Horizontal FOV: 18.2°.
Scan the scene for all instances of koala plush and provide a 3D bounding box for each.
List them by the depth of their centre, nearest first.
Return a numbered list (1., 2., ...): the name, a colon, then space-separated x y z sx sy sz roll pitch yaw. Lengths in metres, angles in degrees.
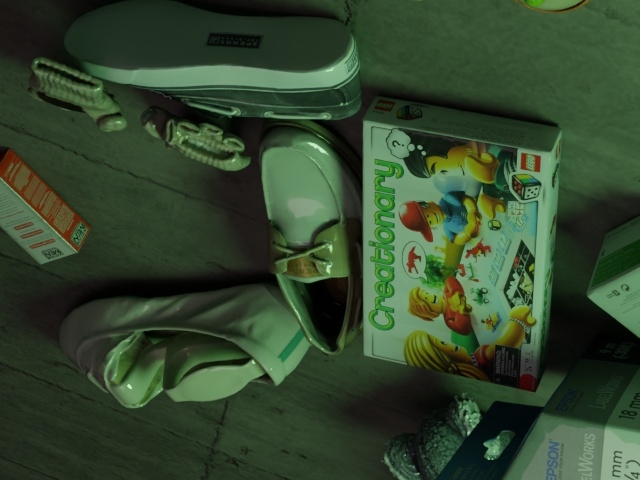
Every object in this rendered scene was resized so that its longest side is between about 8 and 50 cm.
1. koala plush: 0.193 0.278 2.307 0.221 0.203 0.196 46 139 -10

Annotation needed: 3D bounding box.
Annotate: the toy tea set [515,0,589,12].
1. toy tea set: 0.094 -0.266 1.711 0.336 0.124 0.200 -9 133 36

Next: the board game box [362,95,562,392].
1. board game box: 0.140 0.007 2.032 0.193 0.053 0.305 11 128 17

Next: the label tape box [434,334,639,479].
1. label tape box: 0.308 0.190 2.057 0.334 0.240 0.106 8 110 20

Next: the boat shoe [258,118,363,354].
1. boat shoe: 0.000 0.000 2.113 0.113 0.103 0.302 3 139 25

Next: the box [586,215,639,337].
1. box: 0.341 0.034 1.985 0.102 0.087 0.101 37 141 -17

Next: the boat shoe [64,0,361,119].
1. boat shoe: -0.105 -0.167 1.968 0.301 0.108 0.102 4 139 14

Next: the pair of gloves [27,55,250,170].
1. pair of gloves: -0.185 -0.121 2.014 0.240 0.042 0.204 21 178 -9

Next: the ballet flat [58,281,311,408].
1. ballet flat: -0.182 0.134 2.358 0.400 0.139 0.139 -10 133 37

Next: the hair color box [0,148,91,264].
1. hair color box: -0.341 -0.038 2.301 0.072 0.043 0.141 -15 128 41
